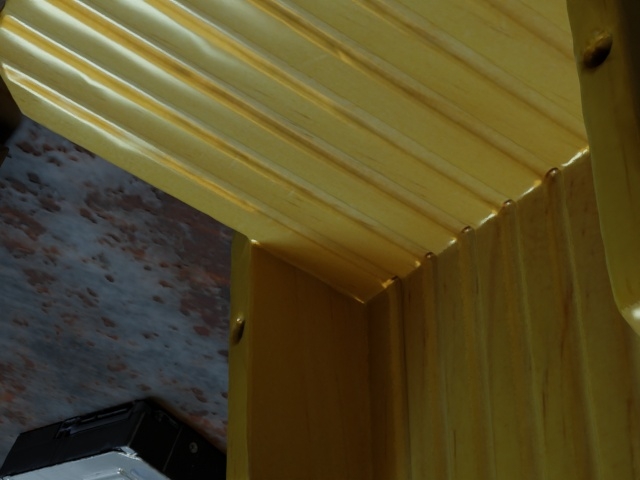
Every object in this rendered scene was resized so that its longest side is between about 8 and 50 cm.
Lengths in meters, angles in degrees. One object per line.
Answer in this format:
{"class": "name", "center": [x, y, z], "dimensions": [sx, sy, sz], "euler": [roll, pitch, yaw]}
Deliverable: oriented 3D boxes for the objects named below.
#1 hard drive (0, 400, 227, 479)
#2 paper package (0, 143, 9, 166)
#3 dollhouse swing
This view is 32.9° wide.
{"class": "hard drive", "center": [-0.137, 0.297, 1.117], "dimensions": [0.237, 0.064, 0.339], "euler": [-20, 126, 40]}
{"class": "paper package", "center": [-0.397, 0.062, 0.749], "dimensions": [0.168, 0.310, 0.325], "euler": [32, 143, -18]}
{"class": "dollhouse swing", "center": [0.000, 0.000, 0.526], "dimensions": [0.304, 0.315, 0.347], "euler": [16, 148, -28]}
